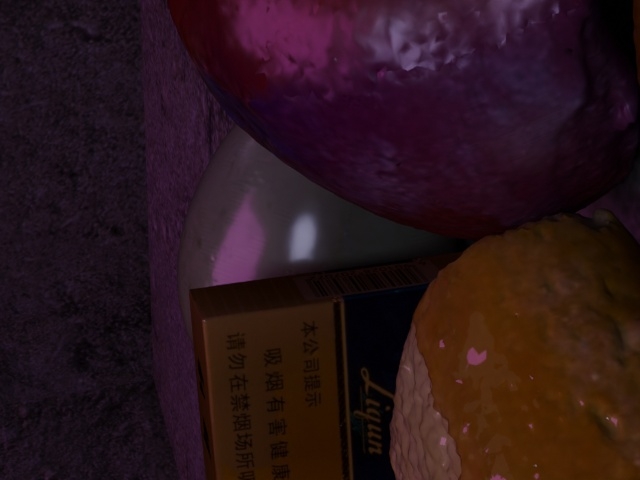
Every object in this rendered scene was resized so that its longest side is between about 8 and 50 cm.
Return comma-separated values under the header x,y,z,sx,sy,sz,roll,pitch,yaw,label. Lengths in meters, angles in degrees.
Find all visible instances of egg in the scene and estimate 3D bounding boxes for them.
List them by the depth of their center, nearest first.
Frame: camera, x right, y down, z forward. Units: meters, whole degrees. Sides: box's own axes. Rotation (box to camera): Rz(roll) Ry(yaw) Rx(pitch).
x,y,z,sx,sy,sz,roll,pitch,yaw,label
0.000,0.000,1.053,0.218,0.218,0.295,-120,33,-56,egg

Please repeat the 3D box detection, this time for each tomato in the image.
x,y,z,sx,sy,sz,roll,pitch,yaw,label
0.031,-0.106,0.764,0.335,0.176,0.290,49,175,41,tomato

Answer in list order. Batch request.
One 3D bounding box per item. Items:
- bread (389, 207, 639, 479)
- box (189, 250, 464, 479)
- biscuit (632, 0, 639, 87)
x,y,z,sx,sy,sz,roll,pitch,yaw,label
0.153,0.188,0.671,0.236,0.165,0.375,103,156,-49,bread
0.036,0.095,0.926,0.070,0.237,0.152,-123,28,-69,box
0.230,-0.028,0.442,0.350,0.070,0.394,127,132,-67,biscuit
